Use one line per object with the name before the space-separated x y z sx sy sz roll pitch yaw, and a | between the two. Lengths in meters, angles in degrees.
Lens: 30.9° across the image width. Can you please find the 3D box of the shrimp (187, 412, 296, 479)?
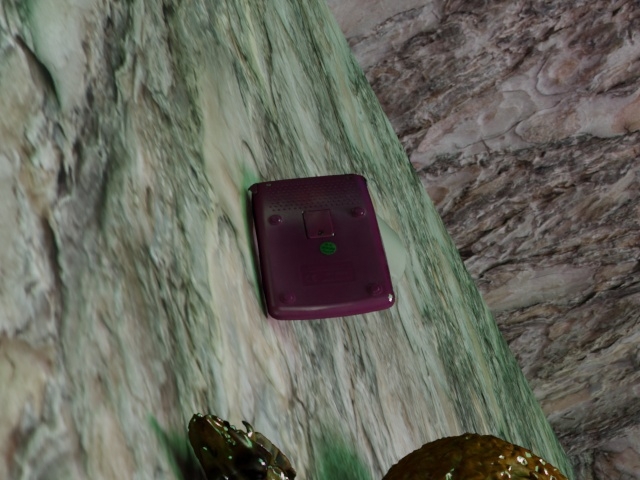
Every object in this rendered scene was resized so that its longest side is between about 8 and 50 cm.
shrimp | -0.021 0.201 0.820 0.267 0.061 0.145 54 8 -37

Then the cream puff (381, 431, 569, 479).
cream puff | 0.166 0.312 1.057 0.303 0.212 0.303 56 16 -24

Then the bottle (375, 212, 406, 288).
bottle | 0.035 0.010 1.332 0.245 0.104 0.104 38 31 -67

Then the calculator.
calculator | 0.000 0.000 1.146 0.190 0.127 0.034 -102 -170 -45
